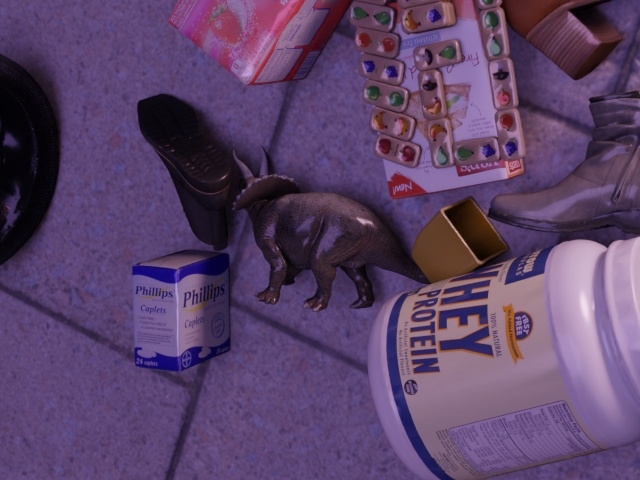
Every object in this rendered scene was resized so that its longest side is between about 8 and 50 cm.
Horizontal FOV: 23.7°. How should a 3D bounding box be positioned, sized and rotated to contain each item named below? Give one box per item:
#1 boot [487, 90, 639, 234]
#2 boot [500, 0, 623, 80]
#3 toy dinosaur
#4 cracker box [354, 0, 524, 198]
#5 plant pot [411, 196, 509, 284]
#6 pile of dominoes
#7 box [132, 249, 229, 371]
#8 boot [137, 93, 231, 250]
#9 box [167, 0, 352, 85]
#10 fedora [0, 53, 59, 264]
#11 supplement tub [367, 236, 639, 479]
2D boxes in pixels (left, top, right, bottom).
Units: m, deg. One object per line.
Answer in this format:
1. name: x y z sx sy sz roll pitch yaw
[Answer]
1. boot: 0.315 -0.090 1.749 0.246 0.083 0.161 1 94 20
2. boot: 0.300 -0.348 1.702 0.220 0.109 0.283 50 123 15
3. toy dinosaur: 0.000 0.000 1.891 0.313 0.121 0.160 16 112 26
4. cracker box: 0.141 -0.176 1.819 0.155 0.067 0.232 -10 95 28
5. plant pot: 0.159 0.009 1.837 0.083 0.081 0.081 -41 79 35
6. pile of dominoes: 0.122 -0.204 1.761 0.196 0.040 0.251 -7 95 30
7. box: -0.180 0.089 1.991 0.072 0.126 0.137 4 101 27
8. boot: -0.181 -0.088 1.998 0.198 0.076 0.137 55 157 39
9. box: -0.031 -0.347 1.828 0.142 0.154 0.300 39 114 16
10. fedora: -0.522 -0.114 2.087 0.152 0.334 0.334 31 114 52
11. supplement tub: 0.242 0.135 1.726 0.324 0.235 0.235 -19 90 28
